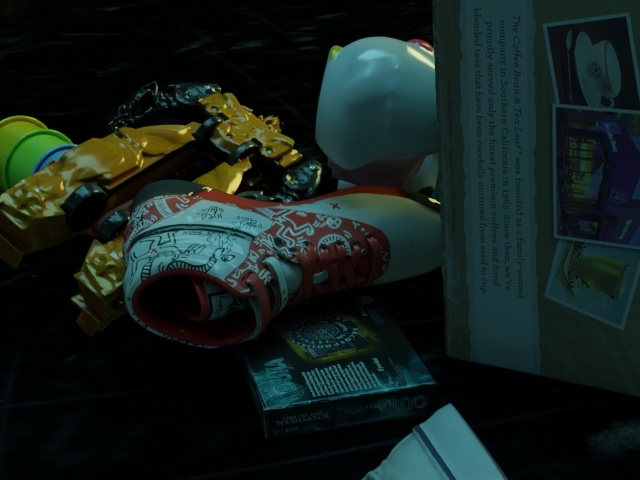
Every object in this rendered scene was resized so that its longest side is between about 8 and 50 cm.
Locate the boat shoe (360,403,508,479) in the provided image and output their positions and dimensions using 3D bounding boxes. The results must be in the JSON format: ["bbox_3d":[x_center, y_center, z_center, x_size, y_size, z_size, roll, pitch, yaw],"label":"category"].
[{"bbox_3d":[0.075,0.172,0.688,0.088,0.096,0.267,-35,25,2],"label":"boat shoe"}]

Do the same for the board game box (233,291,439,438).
[{"bbox_3d":[0.004,0.090,1.032,0.126,0.026,0.186,-8,19,-9],"label":"board game box"}]

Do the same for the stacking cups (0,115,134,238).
[{"bbox_3d":[-0.244,-0.058,1.414,0.096,0.096,0.316,-18,24,-34],"label":"stacking cups"}]

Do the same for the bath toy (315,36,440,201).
[{"bbox_3d":[0.081,-0.095,1.190,0.129,0.151,0.348,11,-6,9],"label":"bath toy"}]

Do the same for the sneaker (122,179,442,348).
[{"bbox_3d":[-0.020,0.025,1.063,0.270,0.090,0.145,4,34,-4],"label":"sneaker"}]

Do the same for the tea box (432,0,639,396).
[{"bbox_3d":[0.258,-0.095,1.051,0.220,0.329,0.323,9,22,33],"label":"tea box"}]

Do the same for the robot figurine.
[{"bbox_3d":[-0.138,-0.040,1.227,0.211,0.085,0.291,39,46,20],"label":"robot figurine"}]
